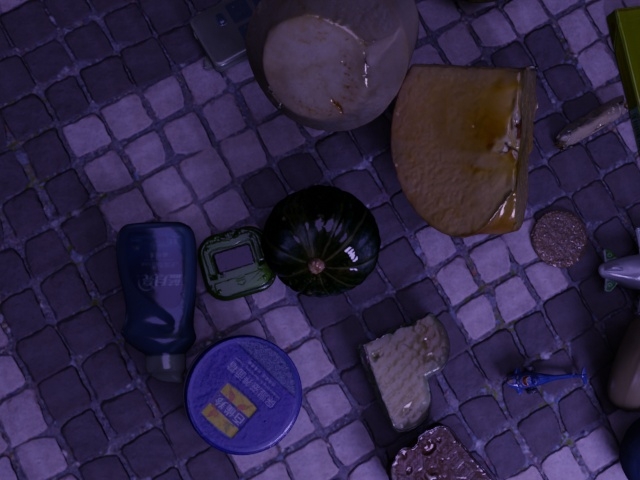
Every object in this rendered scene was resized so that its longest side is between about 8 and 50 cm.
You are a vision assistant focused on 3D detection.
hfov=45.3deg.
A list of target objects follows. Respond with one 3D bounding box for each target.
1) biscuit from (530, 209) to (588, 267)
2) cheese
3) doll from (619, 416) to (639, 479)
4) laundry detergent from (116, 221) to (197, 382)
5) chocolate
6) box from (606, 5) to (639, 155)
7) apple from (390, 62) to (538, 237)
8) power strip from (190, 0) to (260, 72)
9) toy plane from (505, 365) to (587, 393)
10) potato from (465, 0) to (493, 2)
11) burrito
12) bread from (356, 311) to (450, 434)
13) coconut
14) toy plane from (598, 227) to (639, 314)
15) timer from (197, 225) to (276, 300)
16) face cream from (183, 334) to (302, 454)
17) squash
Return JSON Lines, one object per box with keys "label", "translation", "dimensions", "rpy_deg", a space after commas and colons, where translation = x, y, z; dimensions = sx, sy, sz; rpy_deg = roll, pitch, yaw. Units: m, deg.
{"label": "biscuit", "translation": [0.478, -0.003, 1.535], "dimensions": [0.120, 0.015, 0.120], "rpy_deg": [1, 81, -5]}
{"label": "cheese", "translation": [0.606, 0.234, 1.448], "dimensions": [0.091, 0.175, 0.203], "rpy_deg": [25, 107, 29]}
{"label": "doll", "translation": [0.677, 0.369, 1.427], "dimensions": [0.258, 0.154, 0.228], "rpy_deg": [-28, 124, 4]}
{"label": "laundry detergent", "translation": [-0.292, 0.114, 1.390], "dimensions": [0.143, 0.094, 0.290], "rpy_deg": [-4, 81, -8]}
{"label": "chocolate", "translation": [0.222, 0.443, 1.399], "dimensions": [0.148, 0.093, 0.214], "rpy_deg": [-39, 88, -12]}
{"label": "box", "translation": [0.726, -0.331, 1.599], "dimensions": [0.187, 0.047, 0.335], "rpy_deg": [-9, 83, -8]}
{"label": "apple", "translation": [0.293, -0.172, 1.426], "dimensions": [0.314, 0.252, 0.309], "rpy_deg": [-3, 105, -22]}
{"label": "power strip", "translation": [-0.129, -0.435, 1.519], "dimensions": [0.270, 0.046, 0.118], "rpy_deg": [-30, 86, -9]}
{"label": "toy plane", "translation": [0.431, 0.265, 1.468], "dimensions": [0.167, 0.062, 0.054], "rpy_deg": [-2, 81, -17]}
{"label": "potato", "translation": [0.334, -0.564, 1.541], "dimensions": [0.248, 0.143, 0.169], "rpy_deg": [-3, 71, -6]}
{"label": "burrito", "translation": [0.554, -0.242, 1.570], "dimensions": [0.185, 0.041, 0.045], "rpy_deg": [-28, 127, -11]}
{"label": "bread", "translation": [0.144, 0.238, 1.436], "dimensions": [0.172, 0.064, 0.232], "rpy_deg": [20, 78, -3]}
{"label": "coconut", "translation": [0.028, -0.362, 1.397], "dimensions": [0.323, 0.323, 0.323], "rpy_deg": [1, 81, -6]}
{"label": "toy plane", "translation": [0.631, 0.061, 1.511], "dimensions": [0.174, 0.080, 0.174], "rpy_deg": [1, 81, -9]}
{"label": "timer", "translation": [-0.157, 0.042, 1.440], "dimensions": [0.140, 0.047, 0.128], "rpy_deg": [-15, 83, -9]}
{"label": "face cream", "translation": [-0.141, 0.271, 1.367], "dimensions": [0.206, 0.111, 0.206], "rpy_deg": [2, 82, -14]}
{"label": "squash", "translation": [0.000, 0.001, 1.395], "dimensions": [0.218, 0.218, 0.172], "rpy_deg": [7, 45, -5]}
